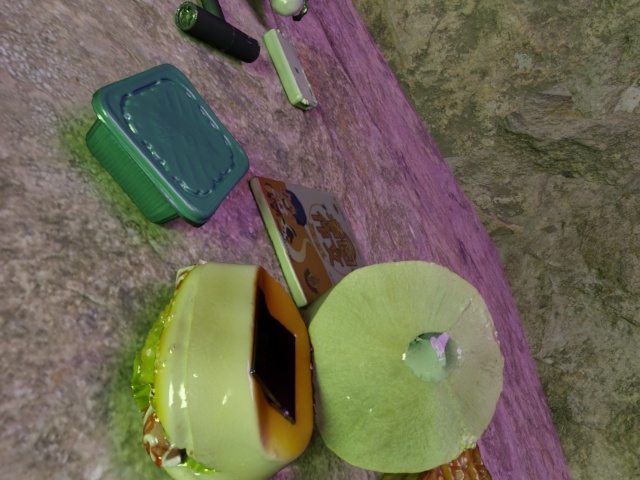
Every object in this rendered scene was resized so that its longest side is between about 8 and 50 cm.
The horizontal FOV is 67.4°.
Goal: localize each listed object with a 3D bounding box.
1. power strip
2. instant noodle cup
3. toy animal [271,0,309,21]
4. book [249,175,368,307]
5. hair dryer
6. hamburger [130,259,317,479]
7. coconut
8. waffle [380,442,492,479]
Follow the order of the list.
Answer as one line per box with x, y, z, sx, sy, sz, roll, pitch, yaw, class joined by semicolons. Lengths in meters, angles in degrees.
-0.064;-0.370;1.047;0.081;0.035;0.192;-2;68;-65;power strip
-0.167;-0.100;0.526;0.157;0.070;0.179;53;26;-18;instant noodle cup
-0.159;-0.644;0.974;0.357;0.193;0.258;14;55;-46;toy animal
0.000;0.000;0.823;0.295;0.020;0.208;-1;66;-64;book
-0.198;-0.407;0.812;0.195;0.050;0.173;63;23;10;hair dryer
-0.082;0.115;0.438;0.173;0.116;0.210;54;20;-39;hamburger
0.087;0.139;0.569;0.244;0.238;0.239;123;-56;-78;coconut
0.184;0.403;0.700;0.308;0.091;0.213;-6;71;-63;waffle
